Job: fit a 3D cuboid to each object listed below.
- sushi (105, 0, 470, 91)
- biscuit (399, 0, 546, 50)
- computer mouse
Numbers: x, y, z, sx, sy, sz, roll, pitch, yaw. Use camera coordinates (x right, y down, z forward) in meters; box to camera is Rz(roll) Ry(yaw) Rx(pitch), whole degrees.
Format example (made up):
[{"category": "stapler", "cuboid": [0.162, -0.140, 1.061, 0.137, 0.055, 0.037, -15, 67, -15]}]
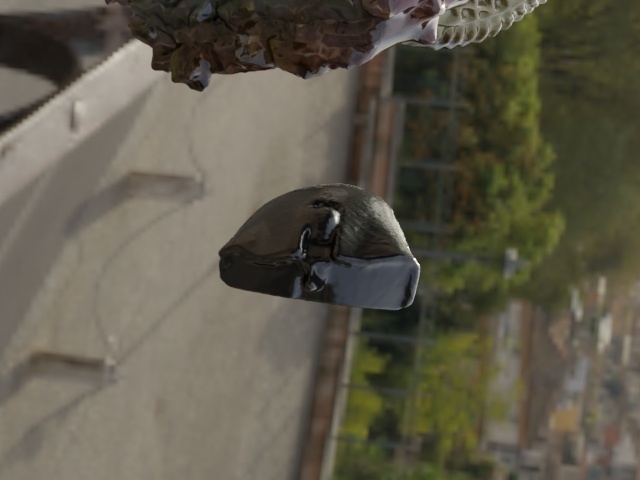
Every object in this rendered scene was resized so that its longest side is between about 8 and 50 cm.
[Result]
[{"category": "sushi", "cuboid": [-0.006, -0.219, 0.909, 0.171, 0.270, 0.236, -26, 110, -48]}, {"category": "biscuit", "cuboid": [0.128, -0.253, 1.191, 0.079, 0.259, 0.259, 57, -6, 30]}, {"category": "computer mouse", "cuboid": [0.000, 0.000, 1.228, 0.264, 0.147, 0.088, -95, -170, -83]}]
